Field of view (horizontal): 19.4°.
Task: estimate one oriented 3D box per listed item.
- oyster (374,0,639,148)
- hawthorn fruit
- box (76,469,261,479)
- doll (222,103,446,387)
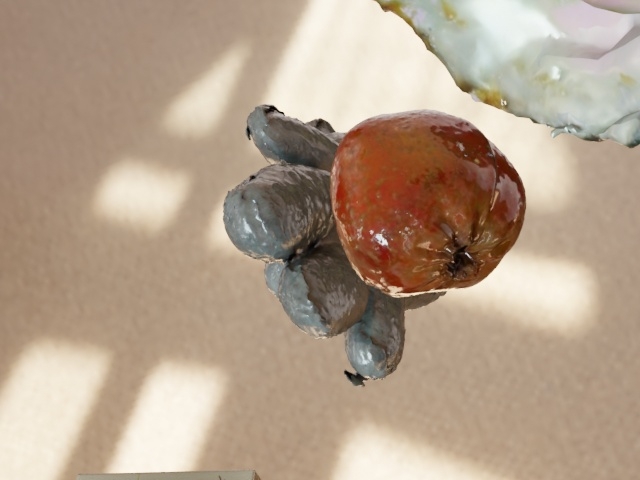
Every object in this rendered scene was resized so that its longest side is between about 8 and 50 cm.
[{"bbox_3d":[0.107,-0.136,0.885,0.092,0.198,0.260,-45,38,-20],"label":"oyster"},{"bbox_3d":[0.061,-0.025,1.154,0.128,0.128,0.128,-13,36,9],"label":"hawthorn fruit"},{"bbox_3d":[-0.161,0.309,1.928,0.201,0.058,0.141,-5,57,16],"label":"box"},{"bbox_3d":[-0.005,0.003,1.574,0.158,0.246,0.340,-31,2,26],"label":"doll"}]
